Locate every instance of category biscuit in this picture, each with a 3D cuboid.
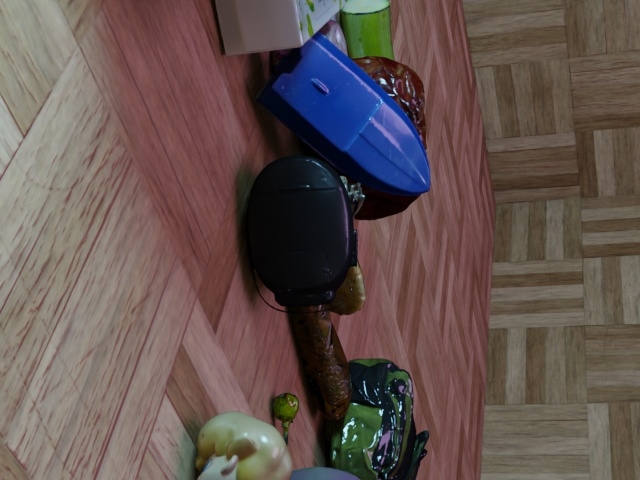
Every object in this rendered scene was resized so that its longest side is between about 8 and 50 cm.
[{"bbox_3d":[0.000,0.000,1.409,0.029,0.118,0.247,-40,126,-41],"label":"biscuit"}]

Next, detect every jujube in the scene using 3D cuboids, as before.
[{"bbox_3d":[0.071,-0.156,1.551,0.213,0.213,0.232,54,32,-62],"label":"jujube"}]

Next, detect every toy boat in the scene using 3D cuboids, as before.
[{"bbox_3d":[0.050,-0.155,1.394,0.295,0.088,0.129,38,85,-25],"label":"toy boat"}]

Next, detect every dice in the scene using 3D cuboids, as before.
[{"bbox_3d":[-0.014,-0.264,1.449,0.094,0.093,0.091,57,33,-57],"label":"dice"}]

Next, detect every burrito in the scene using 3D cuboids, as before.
[{"bbox_3d":[0.019,-0.021,1.458,0.058,0.063,0.229,59,-25,29],"label":"burrito"}]

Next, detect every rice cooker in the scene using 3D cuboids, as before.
[{"bbox_3d":[-0.023,-0.009,1.287,0.118,0.142,0.203,-64,152,-81],"label":"rice cooker"}]

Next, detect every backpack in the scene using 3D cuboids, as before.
[{"bbox_3d":[0.087,0.324,1.587,0.253,0.140,0.207,-75,154,-45],"label":"backpack"}]

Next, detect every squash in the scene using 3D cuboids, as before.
[{"bbox_3d":[0.091,-0.348,1.846,0.095,0.095,0.188,-71,158,-53],"label":"squash"}]

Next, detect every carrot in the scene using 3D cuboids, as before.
[{"bbox_3d":[0.000,0.162,1.469,0.069,0.069,0.228,-67,147,-57],"label":"carrot"}]

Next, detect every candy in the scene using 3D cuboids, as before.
[{"bbox_3d":[-0.047,0.263,1.344,0.035,0.035,0.123,-101,-168,-80],"label":"candy"}]

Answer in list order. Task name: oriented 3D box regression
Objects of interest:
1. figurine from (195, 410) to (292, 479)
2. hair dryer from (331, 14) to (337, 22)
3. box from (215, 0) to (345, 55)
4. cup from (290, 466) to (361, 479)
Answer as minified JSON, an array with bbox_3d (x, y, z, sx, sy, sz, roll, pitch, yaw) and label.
[{"bbox_3d":[-0.106,0.273,1.047,0.196,0.108,0.114,-57,134,-36],"label":"figurine"},{"bbox_3d":[-0.007,-0.374,1.610,0.114,0.037,0.063,57,31,-46],"label":"hair dryer"},{"bbox_3d":[-0.057,-0.367,1.299,0.260,0.111,0.194,-65,147,-62],"label":"box"},{"bbox_3d":[-0.005,0.431,1.197,0.288,0.203,0.203,-87,164,-44],"label":"cup"}]
